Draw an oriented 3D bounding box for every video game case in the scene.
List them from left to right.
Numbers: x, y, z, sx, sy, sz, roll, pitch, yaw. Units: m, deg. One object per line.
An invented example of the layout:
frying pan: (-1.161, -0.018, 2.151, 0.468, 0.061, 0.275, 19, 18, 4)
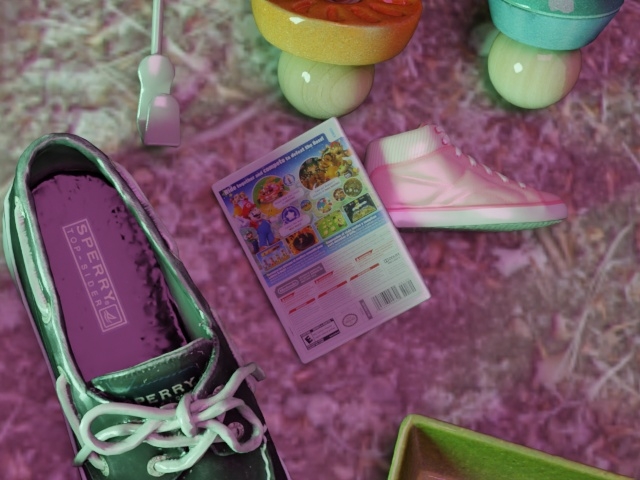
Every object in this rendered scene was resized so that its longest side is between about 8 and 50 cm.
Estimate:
video game case: (0.000, 0.000, 0.646, 0.087, 0.011, 0.122, -29, 85, 8)

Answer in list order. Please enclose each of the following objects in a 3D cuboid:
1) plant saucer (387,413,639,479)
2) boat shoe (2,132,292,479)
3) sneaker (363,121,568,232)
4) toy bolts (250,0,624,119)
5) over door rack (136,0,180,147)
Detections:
plant saucer: (0.108, 0.216, 0.622, 0.188, 0.045, 0.188, 18, 74, -9)
boat shoe: (-0.082, 0.085, 0.574, 0.113, 0.105, 0.306, -19, 82, -17)
sneaker: (0.089, -0.040, 0.674, 0.134, 0.051, 0.070, 0, 82, -10)
toy bolts: (0.074, -0.173, 0.686, 0.228, 0.158, 0.218, 5, 35, -3)
over door rack: (-0.200, -0.220, 0.628, 0.239, 0.108, 0.324, 2, 91, -13)
